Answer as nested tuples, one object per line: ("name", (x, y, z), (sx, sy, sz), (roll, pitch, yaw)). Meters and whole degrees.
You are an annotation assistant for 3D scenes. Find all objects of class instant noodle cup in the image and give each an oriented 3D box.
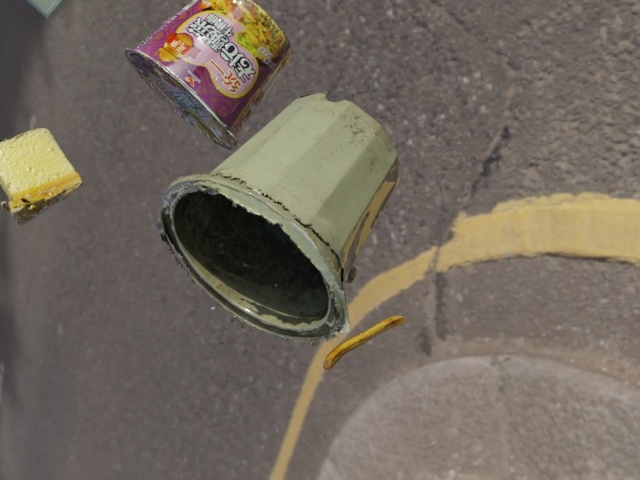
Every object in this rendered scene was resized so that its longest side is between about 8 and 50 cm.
("instant noodle cup", (-0.237, -0.411, 1.978), (0.340, 0.266, 0.340), (40, 171, 8))

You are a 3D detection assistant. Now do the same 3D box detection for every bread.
("bread", (-0.536, -0.118, 1.595), (0.147, 0.152, 0.127), (61, 162, 4))

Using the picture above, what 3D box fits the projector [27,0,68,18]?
("projector", (-0.334, -0.467, 1.255), (0.099, 0.192, 0.256), (42, 121, -19))

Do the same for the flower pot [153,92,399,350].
("flower pot", (-0.032, -0.040, 1.126), (0.290, 0.259, 0.290), (24, 144, 19))

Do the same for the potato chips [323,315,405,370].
("potato chips", (0.088, 0.199, 1.724), (0.026, 0.204, 0.037), (31, 142, 46))

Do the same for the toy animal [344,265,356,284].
("toy animal", (0.000, 0.000, 1.777), (0.121, 0.093, 0.225), (-85, -26, -78))
